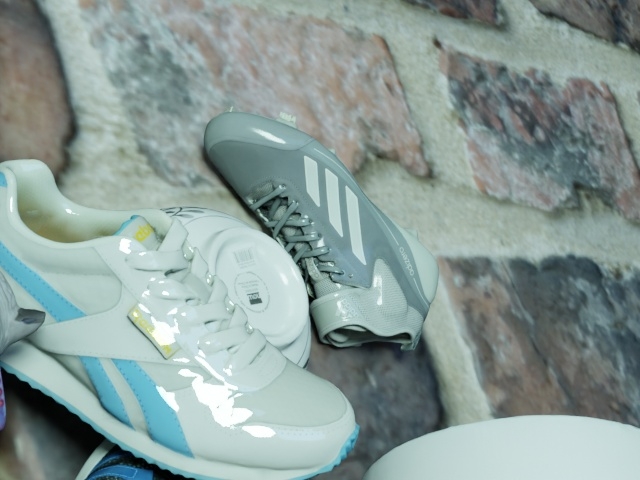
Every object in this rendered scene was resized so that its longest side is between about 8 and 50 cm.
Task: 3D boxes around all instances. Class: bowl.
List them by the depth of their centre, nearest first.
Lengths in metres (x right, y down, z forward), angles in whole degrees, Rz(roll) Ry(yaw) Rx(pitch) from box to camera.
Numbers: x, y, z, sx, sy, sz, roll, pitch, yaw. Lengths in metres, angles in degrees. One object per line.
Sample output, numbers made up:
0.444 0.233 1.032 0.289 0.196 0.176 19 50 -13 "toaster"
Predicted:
-0.059 0.042 0.730 0.170 0.080 0.170 28 47 -34 "bowl"

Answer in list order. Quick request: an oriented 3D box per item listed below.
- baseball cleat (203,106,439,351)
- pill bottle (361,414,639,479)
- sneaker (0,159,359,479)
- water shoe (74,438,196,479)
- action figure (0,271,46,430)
0.000 0.000 0.832 0.206 0.072 0.109 35 49 -21 "baseball cleat"
0.120 0.304 0.624 0.224 0.224 0.392 25 49 -35 "pill bottle"
-0.082 0.043 0.619 0.229 0.092 0.087 27 23 5 "sneaker"
-0.092 0.145 0.603 0.203 0.080 0.073 -37 114 -43 "water shoe"
-0.252 0.015 0.471 0.330 0.179 0.341 1 89 -53 "action figure"
